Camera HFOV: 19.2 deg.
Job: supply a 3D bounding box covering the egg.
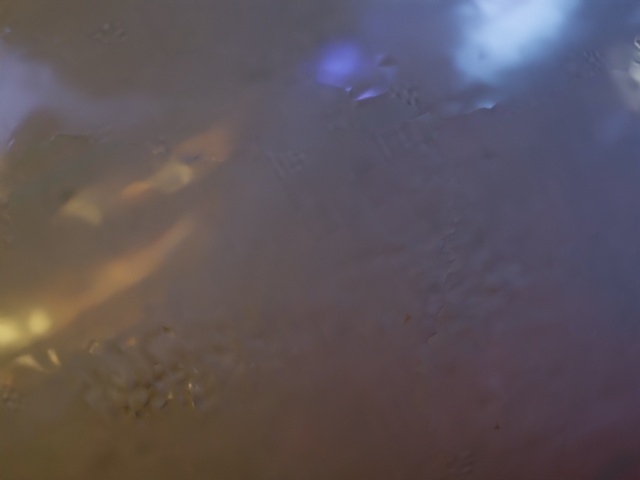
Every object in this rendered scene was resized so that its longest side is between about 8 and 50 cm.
[{"bbox_3d":[0.000,0.000,0.443,0.203,0.283,0.203,27,126,45],"label":"egg"}]
